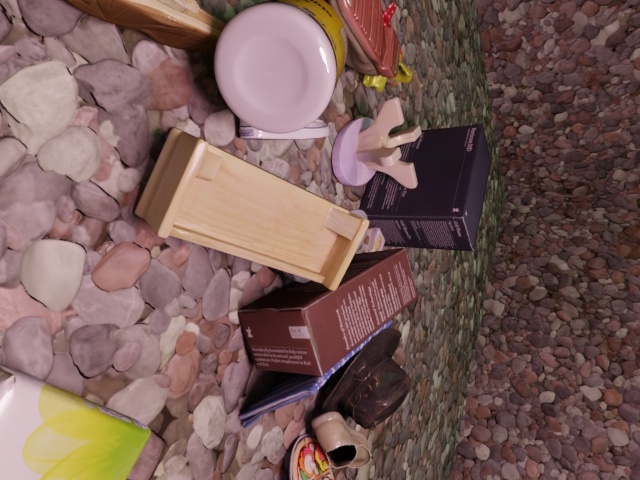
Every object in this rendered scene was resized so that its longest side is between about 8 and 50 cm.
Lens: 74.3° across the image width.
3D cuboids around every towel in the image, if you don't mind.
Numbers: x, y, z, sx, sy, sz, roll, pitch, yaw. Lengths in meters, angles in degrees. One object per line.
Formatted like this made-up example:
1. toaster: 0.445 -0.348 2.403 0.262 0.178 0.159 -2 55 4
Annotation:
1. towel: 0.004 0.278 0.918 0.336 0.243 0.040 -24 79 -53

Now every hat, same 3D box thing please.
1. hat: 0.154 0.405 1.143 0.331 0.134 0.331 -31 137 -34

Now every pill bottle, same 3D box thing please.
1. pill bottle: -0.050 -0.334 0.757 0.334 0.188 0.188 -77 153 -55

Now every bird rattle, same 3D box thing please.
1. bird rattle: 0.190 -0.573 1.272 0.207 0.143 0.253 0 79 -69

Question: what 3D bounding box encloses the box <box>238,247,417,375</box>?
1. box: 0.036 0.139 0.923 0.381 0.191 0.143 -21 98 -47

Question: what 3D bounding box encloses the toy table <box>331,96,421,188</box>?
1. toy table: 0.166 -0.254 1.172 0.274 0.161 0.252 -60 135 -38

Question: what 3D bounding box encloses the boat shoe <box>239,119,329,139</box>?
1. boat shoe: -0.064 -0.254 0.883 0.258 0.095 0.084 -22 115 -56

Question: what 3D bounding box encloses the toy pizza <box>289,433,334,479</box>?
1. toy pizza: -0.010 0.570 1.010 0.201 0.032 0.201 52 25 -36

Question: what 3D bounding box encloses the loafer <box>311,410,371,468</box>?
1. loafer: 0.056 0.529 1.067 0.268 0.102 0.092 55 13 -38

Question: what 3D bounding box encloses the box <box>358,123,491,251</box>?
1. box: 0.324 -0.159 1.291 0.179 0.313 0.343 50 53 -46

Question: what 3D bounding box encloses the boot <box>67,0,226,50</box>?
1. boot: -0.236 -0.405 0.613 0.262 0.095 0.203 -5 95 -54

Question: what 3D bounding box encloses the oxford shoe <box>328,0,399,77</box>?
1. oxford shoe: 0.081 -0.483 1.004 0.397 0.147 0.140 10 86 -68

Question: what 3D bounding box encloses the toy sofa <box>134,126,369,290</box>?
1. toy sofa: -0.110 -0.047 0.730 0.363 0.177 0.150 22 96 -39

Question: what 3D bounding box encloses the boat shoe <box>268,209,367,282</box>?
1. boat shoe: 0.000 0.004 0.996 0.306 0.105 0.113 -38 128 -42

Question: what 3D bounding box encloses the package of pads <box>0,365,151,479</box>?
1. package of pads: -0.363 0.310 0.460 0.229 0.101 0.296 57 46 -44

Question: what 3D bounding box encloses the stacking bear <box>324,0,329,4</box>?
1. stacking bear: 0.001 -0.605 0.905 0.175 0.164 0.289 -67 162 13

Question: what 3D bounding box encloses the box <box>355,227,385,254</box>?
1. box: 0.104 0.106 1.198 0.067 0.063 0.324 55 49 -41
